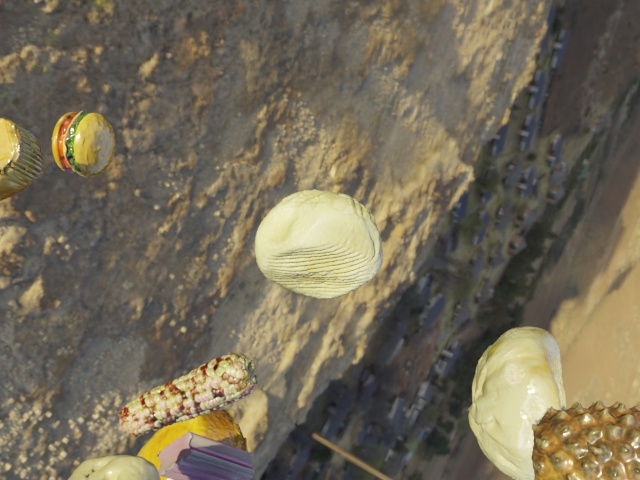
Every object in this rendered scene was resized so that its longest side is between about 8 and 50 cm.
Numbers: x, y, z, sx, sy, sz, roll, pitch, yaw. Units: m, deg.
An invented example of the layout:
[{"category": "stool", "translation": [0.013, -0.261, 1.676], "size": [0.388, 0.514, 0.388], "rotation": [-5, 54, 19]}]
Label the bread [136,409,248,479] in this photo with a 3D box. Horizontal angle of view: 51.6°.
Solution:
[{"category": "bread", "translation": [-0.372, 0.633, 1.835], "size": [0.204, 0.337, 0.358], "rotation": [36, 94, -30]}]

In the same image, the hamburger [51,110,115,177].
[{"category": "hamburger", "translation": [-0.564, -0.231, 1.584], "size": [0.162, 0.115, 0.162], "rotation": [8, 90, -77]}]

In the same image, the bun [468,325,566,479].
[{"category": "bun", "translation": [0.462, 0.380, 1.556], "size": [0.365, 0.219, 0.365], "rotation": [-4, 90, -70]}]

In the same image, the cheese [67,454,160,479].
[{"category": "cheese", "translation": [-0.378, 0.457, 1.062], "size": [0.263, 0.159, 0.093], "rotation": [-66, 142, -59]}]

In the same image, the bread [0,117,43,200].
[{"category": "bread", "translation": [-0.650, -0.153, 1.320], "size": [0.190, 0.132, 0.114], "rotation": [-24, 163, 6]}]

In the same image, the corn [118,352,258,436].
[{"category": "corn", "translation": [-0.252, 0.299, 1.276], "size": [0.280, 0.092, 0.092], "rotation": [-24, 150, 6]}]

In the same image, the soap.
[{"category": "soap", "translation": [-0.264, 0.523, 1.546], "size": [0.122, 0.065, 0.203], "rotation": [-37, 131, 23]}]

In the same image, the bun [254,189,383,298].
[{"category": "bun", "translation": [0.000, 0.000, 1.811], "size": [0.352, 0.348, 0.227], "rotation": [65, 27, -51]}]

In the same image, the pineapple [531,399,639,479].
[{"category": "pineapple", "translation": [0.471, 0.299, 0.883], "size": [0.175, 0.361, 0.175], "rotation": [18, 69, -56]}]
